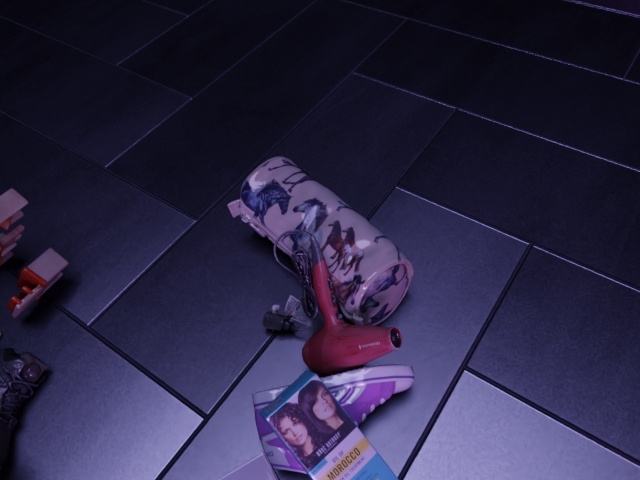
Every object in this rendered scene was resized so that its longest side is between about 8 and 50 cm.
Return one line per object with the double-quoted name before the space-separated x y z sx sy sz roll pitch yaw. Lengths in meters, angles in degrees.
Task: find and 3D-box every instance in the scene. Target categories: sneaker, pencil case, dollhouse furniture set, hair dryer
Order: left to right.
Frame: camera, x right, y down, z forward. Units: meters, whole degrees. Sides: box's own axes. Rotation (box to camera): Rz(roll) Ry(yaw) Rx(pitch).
"dollhouse furniture set" -0.664 0.017 1.041 0.259 0.262 0.135 43 48 -10
"sneaker" -0.563 0.285 0.922 0.130 0.087 0.227 -26 49 -7
"pencil case" 0.000 0.000 1.046 0.183 0.159 0.410 -42 59 -11
"hair dryer" 0.008 0.128 0.900 0.294 0.223 0.080 26 28 28
"sneaker" 0.038 0.305 0.866 0.283 0.102 0.160 -12 72 -10

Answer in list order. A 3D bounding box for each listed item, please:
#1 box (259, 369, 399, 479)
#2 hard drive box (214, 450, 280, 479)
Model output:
"box" 0.024 0.324 0.777 0.101 0.060 0.244 -39 93 -18
"hard drive box" -0.149 0.421 0.724 0.232 0.181 0.089 -26 54 -15
